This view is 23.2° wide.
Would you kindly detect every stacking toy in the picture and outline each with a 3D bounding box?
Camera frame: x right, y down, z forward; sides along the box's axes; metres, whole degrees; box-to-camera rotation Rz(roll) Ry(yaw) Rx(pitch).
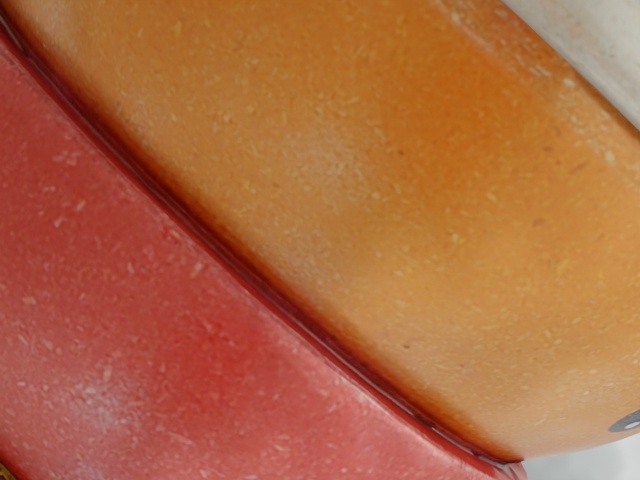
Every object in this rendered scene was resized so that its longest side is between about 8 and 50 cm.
[{"bbox_3d":[-0.075,0.054,0.567,0.480,0.350,0.350,-48,-165,8],"label":"stacking toy"}]
